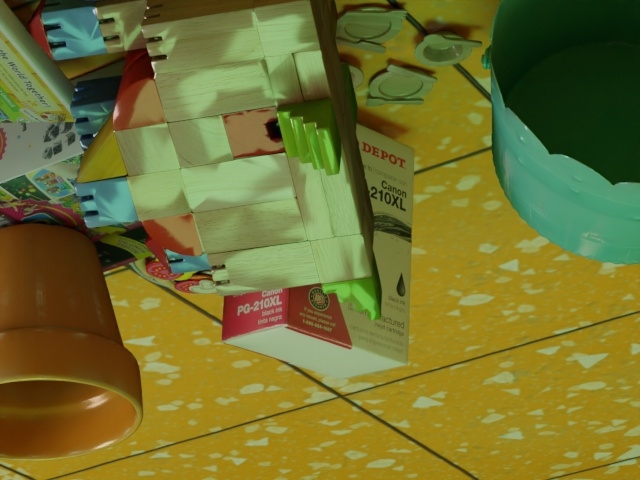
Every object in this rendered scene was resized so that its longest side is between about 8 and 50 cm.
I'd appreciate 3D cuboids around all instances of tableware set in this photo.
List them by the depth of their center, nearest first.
[{"bbox_3d":[0.063,-0.171,1.902,0.141,0.020,0.168,6,151,-22],"label":"tableware set"}]

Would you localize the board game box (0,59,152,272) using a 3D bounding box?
[{"bbox_3d":[-0.256,-0.052,2.001,0.303,0.097,0.224,-18,150,25],"label":"board game box"}]

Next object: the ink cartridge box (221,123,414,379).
[{"bbox_3d":[0.000,0.000,1.974,0.100,0.237,0.172,-17,153,43],"label":"ink cartridge box"}]

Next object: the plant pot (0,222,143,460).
[{"bbox_3d":[-0.282,0.094,1.970,0.205,0.188,0.205,-4,152,-2],"label":"plant pot"}]

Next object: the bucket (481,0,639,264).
[{"bbox_3d":[0.278,-0.124,1.766,0.281,0.281,0.183,-3,155,-3],"label":"bucket"}]

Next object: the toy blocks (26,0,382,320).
[{"bbox_3d":[-0.106,-0.092,1.763,0.261,0.190,0.381,-8,124,9],"label":"toy blocks"}]

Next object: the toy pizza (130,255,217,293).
[{"bbox_3d":[-0.115,0.021,2.238,0.201,0.032,0.201,-4,153,-2],"label":"toy pizza"}]

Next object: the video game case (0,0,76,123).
[{"bbox_3d":[-0.347,-0.166,1.794,0.206,0.026,0.227,0,155,18],"label":"video game case"}]
